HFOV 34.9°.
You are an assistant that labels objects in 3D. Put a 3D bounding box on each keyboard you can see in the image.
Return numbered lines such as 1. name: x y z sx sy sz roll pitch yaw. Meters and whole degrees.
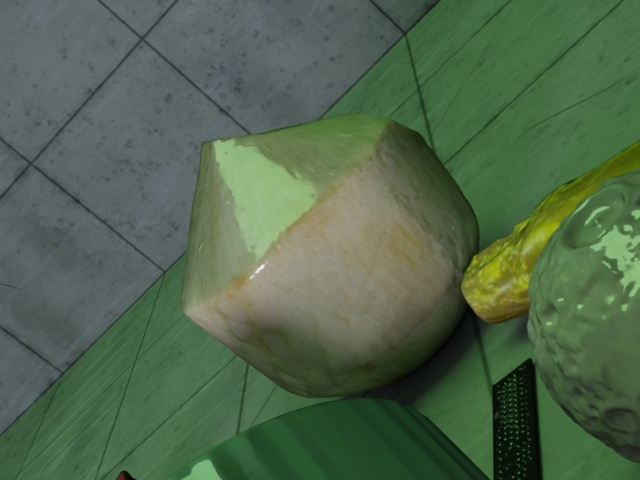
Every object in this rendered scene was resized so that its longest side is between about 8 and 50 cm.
1. keyboard: 0.206 0.203 1.085 0.064 0.010 0.198 -42 18 28

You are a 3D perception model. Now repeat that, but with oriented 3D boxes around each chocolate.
1. chocolate: 0.313 -0.025 1.057 0.445 0.162 0.162 -31 24 49

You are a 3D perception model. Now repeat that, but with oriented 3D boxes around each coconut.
1. coconut: 0.000 0.000 1.366 0.415 0.415 0.344 -47 15 6

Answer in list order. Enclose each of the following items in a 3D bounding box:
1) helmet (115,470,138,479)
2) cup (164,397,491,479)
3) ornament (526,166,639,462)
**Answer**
1. helmet: -0.102 0.417 0.999 0.385 0.230 0.337 -115 36 -55
2. cup: 0.093 0.306 0.498 0.310 0.401 0.392 -54 50 16
3. ornament: 0.292 0.053 0.824 0.259 0.225 0.259 -45 16 17
